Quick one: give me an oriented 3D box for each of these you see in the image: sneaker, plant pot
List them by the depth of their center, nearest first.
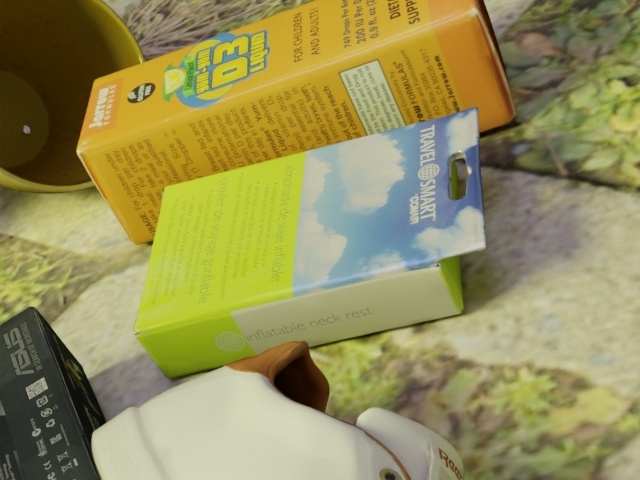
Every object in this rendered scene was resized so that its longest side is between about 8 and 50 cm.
[{"bbox_3d":[0.016,0.126,0.406,0.123,0.106,0.290,-31,41,-8],"label":"sneaker"},{"bbox_3d":[-0.188,-0.087,0.751,0.095,0.134,0.134,-17,33,53],"label":"plant pot"}]

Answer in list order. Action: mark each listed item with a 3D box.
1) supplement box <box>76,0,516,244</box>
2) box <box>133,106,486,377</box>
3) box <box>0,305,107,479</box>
[{"bbox_3d":[-0.015,-0.078,0.668,0.233,0.080,0.078,-19,38,13],"label":"supplement box"},{"bbox_3d":[0.000,0.000,0.601,0.178,0.042,0.109,-13,42,17],"label":"box"},{"bbox_3d":[-0.163,0.156,0.513,0.183,0.059,0.233,-32,40,-6],"label":"box"}]
